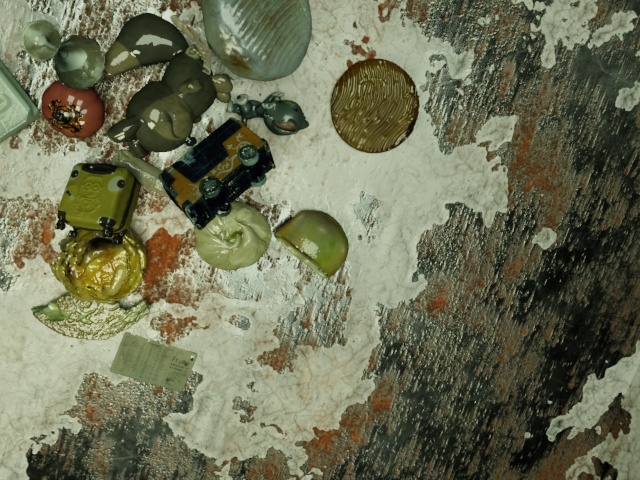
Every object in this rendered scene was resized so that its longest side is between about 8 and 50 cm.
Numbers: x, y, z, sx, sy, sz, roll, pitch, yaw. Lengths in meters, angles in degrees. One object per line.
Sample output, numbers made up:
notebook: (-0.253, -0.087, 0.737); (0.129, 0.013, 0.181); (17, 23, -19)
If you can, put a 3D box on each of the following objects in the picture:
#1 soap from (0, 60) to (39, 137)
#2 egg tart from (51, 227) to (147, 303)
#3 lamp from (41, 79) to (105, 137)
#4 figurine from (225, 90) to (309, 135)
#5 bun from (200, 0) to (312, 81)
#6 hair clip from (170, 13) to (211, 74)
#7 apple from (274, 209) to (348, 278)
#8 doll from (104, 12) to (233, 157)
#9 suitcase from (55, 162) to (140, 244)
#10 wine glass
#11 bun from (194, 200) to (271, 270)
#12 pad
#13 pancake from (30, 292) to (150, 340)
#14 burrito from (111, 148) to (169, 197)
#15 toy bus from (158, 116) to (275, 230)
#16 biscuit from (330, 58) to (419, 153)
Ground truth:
soap: (-0.985, -0.441, 1.529); (0.172, 0.095, 0.290); (-34, 106, -3)
egg tart: (-0.702, 0.073, 1.673); (0.297, 0.132, 0.297); (-2, 99, -13)
lamp: (-0.735, -0.386, 1.559); (0.181, 0.140, 0.182); (1, 129, 1)
figurine: (-0.174, -0.399, 1.667); (0.265, 0.193, 0.140); (-4, 105, 2)
bun: (-0.194, -0.654, 1.565); (0.361, 0.211, 0.362); (-3, 95, -35)
hair clip: (-0.349, -0.567, 1.506); (0.072, 0.034, 0.226); (-24, 72, -28)
apple: (0.000, 0.000, 1.819); (0.265, 0.120, 0.193); (42, 80, -19)
doll: (-0.501, -0.441, 1.588); (0.382, 0.252, 0.378); (-42, 76, -11)
suitcase: (-0.670, -0.116, 1.607); (0.193, 0.143, 0.235); (8, 72, 8)
wine glass: (-0.737, -0.534, 1.485); (0.156, 0.232, 0.156); (-37, 145, -32)
bun: (-0.295, -0.011, 1.733); (0.259, 0.160, 0.259); (-3, 106, -11)
pad: (-0.586, 0.432, 1.850); (0.265, 0.009, 0.160); (21, 98, -15)
pancake: (-0.763, 0.230, 1.749); (0.376, 0.054, 0.198); (6, 94, -14)
burrito: (-0.534, -0.199, 1.695); (0.275, 0.059, 0.082); (27, 103, -16)
toy bus: (-0.318, -0.208, 1.624); (0.323, 0.162, 0.194); (-42, 68, -13)
biscuit: (0.187, -0.456, 1.791); (0.317, 0.040, 0.318); (-2, 102, -11)
